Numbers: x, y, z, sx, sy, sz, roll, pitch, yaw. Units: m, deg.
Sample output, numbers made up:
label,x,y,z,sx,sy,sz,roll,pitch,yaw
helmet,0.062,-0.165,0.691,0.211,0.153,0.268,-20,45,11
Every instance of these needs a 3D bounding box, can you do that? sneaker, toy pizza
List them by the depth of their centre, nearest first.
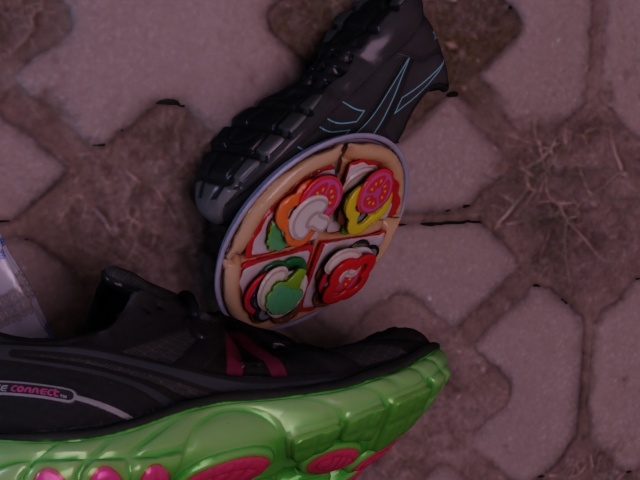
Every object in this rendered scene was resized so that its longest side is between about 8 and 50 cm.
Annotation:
label,x,y,z,sx,sy,sz,roll,pitch,yaw
sneaker,-0.084,0.103,1.349,0.482,0.185,0.202,-2,56,-46
toy pizza,0.000,0.000,1.460,0.201,0.032,0.201,-29,143,-24
sneaker,0.011,-0.094,1.468,0.267,0.101,0.106,-44,120,-18

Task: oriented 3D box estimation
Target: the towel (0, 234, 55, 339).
label,x,y,z,sx,sy,sz,roll,pitch,yaw
towel,-0.322,0.048,1.326,0.209,0.034,0.285,-33,114,-22
